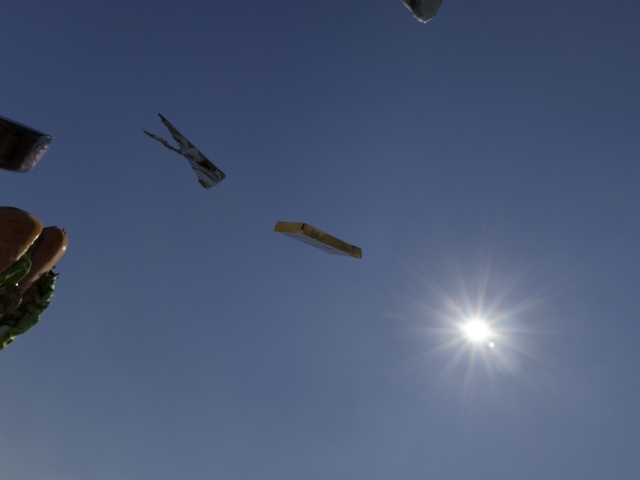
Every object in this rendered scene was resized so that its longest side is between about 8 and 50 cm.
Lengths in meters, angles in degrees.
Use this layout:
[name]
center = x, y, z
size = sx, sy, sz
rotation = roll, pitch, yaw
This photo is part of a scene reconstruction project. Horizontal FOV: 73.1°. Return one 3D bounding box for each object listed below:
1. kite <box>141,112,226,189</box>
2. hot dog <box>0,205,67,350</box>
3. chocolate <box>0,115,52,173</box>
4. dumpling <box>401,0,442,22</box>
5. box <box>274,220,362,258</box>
[kite]
center = -0.285, -0.177, 0.894
size = 0.250, 0.012, 0.229
rotation = 31, -23, 24
[hot dog]
center = -0.389, 0.092, 0.433
size = 0.100, 0.337, 0.135
rotation = 26, -38, 6
[chocolate]
center = -0.487, -0.148, 0.647
size = 0.148, 0.125, 0.080
rotation = 24, -87, 28
[dumpling]
center = 0.097, -0.346, 0.487
size = 0.092, 0.150, 0.176
rotation = -36, -80, 28
[box]
center = 0.000, 0.000, 0.719
size = 0.073, 0.149, 0.020
rotation = 6, -103, 45
